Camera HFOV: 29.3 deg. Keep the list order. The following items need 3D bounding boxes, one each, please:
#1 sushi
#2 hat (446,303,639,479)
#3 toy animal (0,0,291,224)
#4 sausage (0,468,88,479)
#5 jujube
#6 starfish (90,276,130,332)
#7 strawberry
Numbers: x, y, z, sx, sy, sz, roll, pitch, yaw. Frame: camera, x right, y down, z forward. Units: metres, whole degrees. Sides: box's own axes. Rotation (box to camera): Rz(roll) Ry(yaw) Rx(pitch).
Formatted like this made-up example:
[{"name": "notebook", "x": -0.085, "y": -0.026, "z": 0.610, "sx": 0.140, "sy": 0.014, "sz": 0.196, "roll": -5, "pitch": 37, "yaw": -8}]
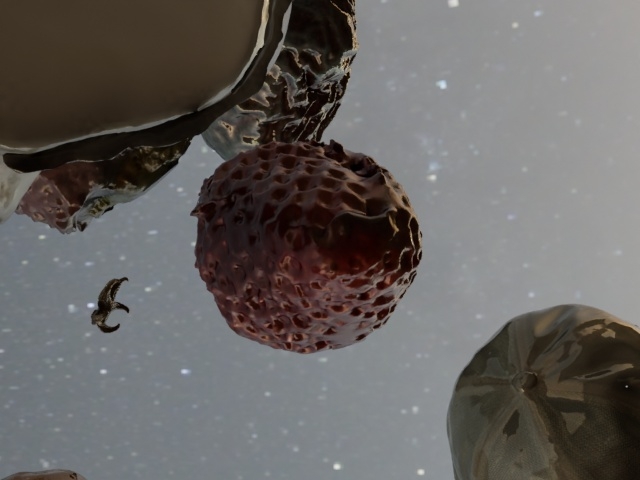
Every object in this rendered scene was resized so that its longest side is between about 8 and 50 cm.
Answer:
[{"name": "sushi", "x": -0.143, "y": -0.102, "z": 0.943, "sx": 0.107, "sy": 0.161, "sz": 0.241, "roll": 44, "pitch": -91, "yaw": -7}, {"name": "hat", "x": 0.222, "y": 0.120, "z": 0.872, "sx": 0.275, "sy": 0.232, "sz": 0.161, "roll": -17, "pitch": -49, "yaw": -23}, {"name": "toy animal", "x": -0.158, "y": -0.114, "z": 0.490, "sx": 0.325, "sy": 0.154, "sz": 0.208, "roll": 12, "pitch": -74, "yaw": -24}, {"name": "sausage", "x": -0.193, "y": 0.288, "z": 0.906, "sx": 0.120, "sy": 0.136, "sz": 0.241, "roll": -110, "pitch": 3, "yaw": -75}, {"name": "jujube", "x": -0.065, "y": -0.240, "z": 1.675, "sx": 0.226, "sy": 0.226, "sz": 0.317, "roll": -51, "pitch": -16, "yaw": -40}, {"name": "starfish", "x": -0.253, "y": 0.078, "z": 1.471, "sx": 0.078, "sy": 0.028, "sz": 0.091, "roll": -62, "pitch": -10, "yaw": -46}, {"name": "strawberry", "x": 0.000, "y": 0.000, "z": 1.037, "sx": 0.205, "sy": 0.244, "sz": 0.205, "roll": 0, "pitch": -92, "yaw": -13}]
